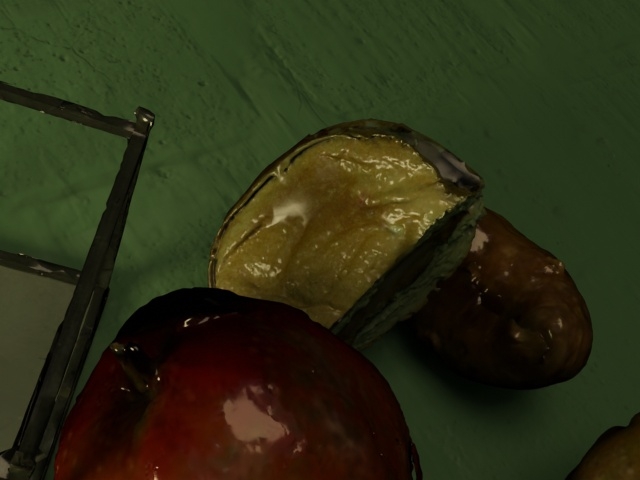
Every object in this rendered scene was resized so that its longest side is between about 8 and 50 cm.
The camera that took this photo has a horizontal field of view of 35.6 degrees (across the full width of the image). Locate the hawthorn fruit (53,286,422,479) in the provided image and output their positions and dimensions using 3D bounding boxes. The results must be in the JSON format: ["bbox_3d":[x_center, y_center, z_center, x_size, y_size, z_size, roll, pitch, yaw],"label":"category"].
[{"bbox_3d":[-0.066,0.184,0.794,0.315,0.316,0.316,11,50,-14],"label":"hawthorn fruit"}]

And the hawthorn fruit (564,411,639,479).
[{"bbox_3d":[0.359,0.292,0.895,0.267,0.268,0.301,-11,68,-29],"label":"hawthorn fruit"}]

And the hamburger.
[{"bbox_3d":[0.000,0.000,0.991,0.211,0.309,0.132,47,7,24],"label":"hamburger"}]

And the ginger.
[{"bbox_3d":[0.153,0.042,1.085,0.321,0.172,0.165,40,88,23],"label":"ginger"}]

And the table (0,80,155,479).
[{"bbox_3d":[-0.296,0.063,0.794,0.222,0.272,0.335,17,49,-10],"label":"table"}]
